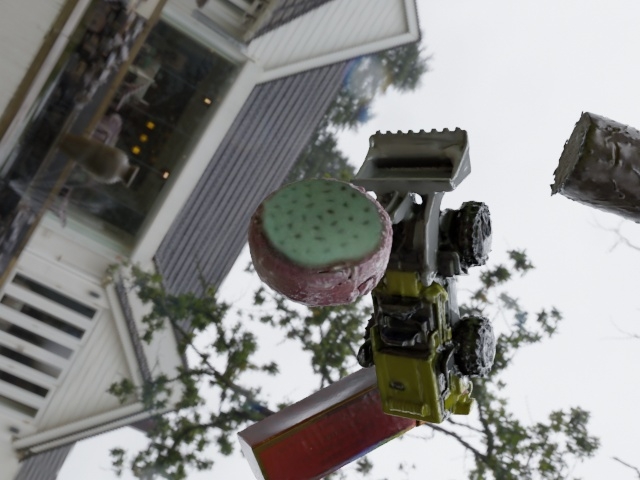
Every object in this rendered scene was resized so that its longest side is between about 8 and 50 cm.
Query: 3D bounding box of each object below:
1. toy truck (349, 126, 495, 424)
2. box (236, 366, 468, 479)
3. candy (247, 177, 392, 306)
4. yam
[{"bbox_3d":[0.092,0.039,0.680,0.136,0.285,0.111,2,-162,32],"label":"toy truck"},{"bbox_3d":[0.040,0.264,1.055,0.314,0.089,0.197,-25,176,-15],"label":"box"},{"bbox_3d":[0.000,0.000,0.500,0.043,0.103,0.103,95,5,-48],"label":"candy"},{"bbox_3d":[0.445,-0.074,0.926,0.131,0.280,0.131,-161,-90,-86],"label":"yam"}]
